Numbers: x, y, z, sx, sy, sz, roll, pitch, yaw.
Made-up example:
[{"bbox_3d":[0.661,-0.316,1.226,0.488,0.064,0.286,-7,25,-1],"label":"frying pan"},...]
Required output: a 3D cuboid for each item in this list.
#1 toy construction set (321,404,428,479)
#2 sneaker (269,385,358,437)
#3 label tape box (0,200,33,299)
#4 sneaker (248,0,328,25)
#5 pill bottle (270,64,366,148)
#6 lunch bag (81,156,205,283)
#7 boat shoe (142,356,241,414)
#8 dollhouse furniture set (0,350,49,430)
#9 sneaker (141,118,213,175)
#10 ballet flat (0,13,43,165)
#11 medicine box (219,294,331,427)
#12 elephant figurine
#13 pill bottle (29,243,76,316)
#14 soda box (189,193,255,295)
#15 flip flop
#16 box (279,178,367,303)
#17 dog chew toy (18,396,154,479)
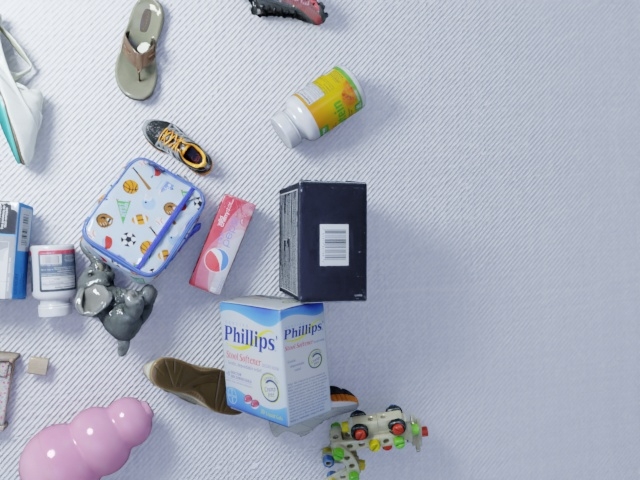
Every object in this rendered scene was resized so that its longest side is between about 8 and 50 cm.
[{"bbox_3d":[0.156,0.565,1.713,0.327,0.151,0.215,-15,116,-12],"label":"toy construction set"},{"bbox_3d":[-0.022,0.487,1.726,0.262,0.099,0.121,-4,102,-5],"label":"sneaker"},{"bbox_3d":[-0.899,0.019,1.501,0.333,0.106,0.241,3,87,-6],"label":"label tape box"},{"bbox_3d":[-0.116,-0.649,1.670,0.276,0.097,0.135,29,85,-9],"label":"sneaker"},{"bbox_3d":[-0.009,-0.358,1.677,0.245,0.136,0.136,-36,98,-8],"label":"pill bottle"},{"bbox_3d":[-0.440,-0.054,1.570,0.243,0.115,0.303,33,62,-8],"label":"lunch bag"},{"bbox_3d":[-0.332,0.388,1.652,0.302,0.098,0.109,28,68,-29],"label":"boat shoe"},{"bbox_3d":[-0.888,0.428,1.500,0.355,0.174,0.304,9,90,-11],"label":"dollhouse furniture set"},{"bbox_3d":[-0.378,-0.255,1.634,0.214,0.083,0.084,32,87,-9],"label":"sneaker"},{"bbox_3d":[-0.774,-0.391,1.538,0.139,0.139,0.401,-23,95,-10],"label":"ballet flat"},{"bbox_3d":[-0.121,0.296,1.585,0.149,0.263,0.290,-9,96,-42],"label":"medicine box"},{"bbox_3d":[-0.560,0.142,1.588,0.239,0.186,0.169,25,130,-1],"label":"elephant figurine"},{"bbox_3d":[-0.681,0.100,1.567,0.107,0.108,0.180,-2,92,-11],"label":"pill bottle"},{"bbox_3d":[-0.266,0.010,1.662,0.092,0.083,0.263,22,87,-11],"label":"soda box"},{"bbox_3d":[-0.471,-0.507,1.609,0.112,0.080,0.277,13,89,-11],"label":"flip flop"},{"bbox_3d":[0.000,0.000,1.607,0.182,0.294,0.297,0,91,-14],"label":"box"},{"bbox_3d":[-0.579,0.522,1.559,0.331,0.206,0.207,-31,97,-18],"label":"dog chew toy"}]
